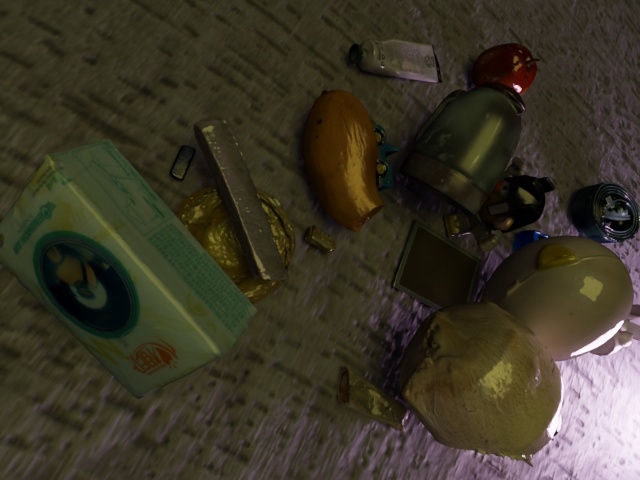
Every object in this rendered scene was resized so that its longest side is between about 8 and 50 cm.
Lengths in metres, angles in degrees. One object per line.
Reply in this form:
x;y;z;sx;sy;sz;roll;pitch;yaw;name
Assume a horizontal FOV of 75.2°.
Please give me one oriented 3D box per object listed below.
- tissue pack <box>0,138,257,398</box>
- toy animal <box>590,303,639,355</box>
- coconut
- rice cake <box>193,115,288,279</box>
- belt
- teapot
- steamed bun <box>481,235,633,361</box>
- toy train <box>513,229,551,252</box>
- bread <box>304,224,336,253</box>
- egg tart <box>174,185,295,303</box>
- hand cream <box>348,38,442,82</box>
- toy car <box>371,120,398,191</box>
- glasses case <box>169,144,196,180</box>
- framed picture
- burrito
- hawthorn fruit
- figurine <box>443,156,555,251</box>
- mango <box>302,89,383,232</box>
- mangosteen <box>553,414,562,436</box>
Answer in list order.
-0.343;0.067;0.727;0.388;0.287;0.162;52;32;-11;tissue pack
0.948;0.289;1.356;0.193;0.178;0.127;-16;92;-24;toy animal
0.355;0.318;0.988;0.346;0.346;0.360;-40;94;-24;coconut
-0.160;-0.080;0.845;0.073;0.056;0.365;-23;90;-34;rice cake
1.013;-0.091;1.474;0.267;0.116;0.206;15;80;-19;belt
0.368;-0.266;1.099;0.233;0.315;0.312;28;100;-32;teapot
0.623;0.157;1.121;0.334;0.374;0.334;24;34;-17;steamed bun
0.719;0.055;1.336;0.204;0.083;0.131;19;73;-22;toy train
0.000;0.000;1.040;0.088;0.034;0.049;31;57;-22;bread
-0.192;0.011;0.904;0.288;0.118;0.288;4;80;-22;egg tart
0.229;-0.527;1.210;0.336;0.076;0.121;-10;92;-32;hand cream
0.147;-0.213;1.103;0.100;0.097;0.191;-3;84;-32;toy car
-0.308;-0.173;0.928;0.033;0.023;0.083;22;73;-15;glasses case
0.340;0.093;1.193;0.274;0.017;0.217;30;72;-18;framed picture
0.133;0.403;1.029;0.226;0.060;0.087;34;65;-16;burrito
0.582;-0.526;1.289;0.179;0.200;0.179;1;89;-25;hawthorn fruit
0.491;-0.098;1.146;0.143;0.308;0.308;19;75;-26;figurine
0.050;-0.196;1.015;0.144;0.187;0.359;8;76;-69;mango
0.625;0.496;1.205;0.137;0.137;0.151;-1;90;-25;mangosteen
